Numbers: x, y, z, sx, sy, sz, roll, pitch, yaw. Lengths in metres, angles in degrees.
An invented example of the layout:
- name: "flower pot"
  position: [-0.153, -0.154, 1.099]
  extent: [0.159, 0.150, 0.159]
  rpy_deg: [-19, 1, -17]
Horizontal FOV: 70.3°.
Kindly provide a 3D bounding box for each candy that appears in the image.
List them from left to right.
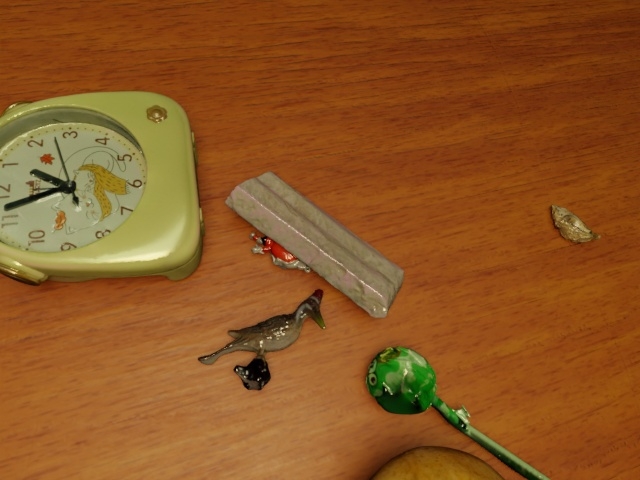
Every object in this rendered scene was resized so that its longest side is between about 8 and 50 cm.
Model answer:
- name: "candy"
  position: [0.207, 0.265, 0.661]
  extent: [0.323, 0.097, 0.097]
  rpy_deg: [36, 66, -4]

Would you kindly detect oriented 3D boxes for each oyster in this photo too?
- name: "oyster"
  position: [0.469, -0.029, 0.853]
  extent: [0.081, 0.038, 0.083]
  rpy_deg: [7, 41, -19]

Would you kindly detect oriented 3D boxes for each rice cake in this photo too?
- name: "rice cake"
  position: [0.000, -0.002, 0.713]
  extent: [0.298, 0.050, 0.106]
  rpy_deg: [37, 34, 5]

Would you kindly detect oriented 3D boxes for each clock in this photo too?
- name: "clock"
  position: [-0.354, -0.070, 0.659]
  extent: [0.348, 0.117, 0.286]
  rpy_deg: [-6, 70, -12]

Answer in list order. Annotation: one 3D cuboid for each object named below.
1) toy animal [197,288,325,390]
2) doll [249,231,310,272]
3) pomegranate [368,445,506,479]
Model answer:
- name: "toy animal"
  position: [-0.068, 0.137, 0.657]
  extent: [0.202, 0.070, 0.105]
  rpy_deg: [-39, 61, -18]
- name: "doll"
  position: [-0.062, 0.018, 0.722]
  extent: [0.114, 0.039, 0.057]
  rpy_deg: [39, 39, 15]
- name: "pomegranate"
  position: [0.129, 0.370, 0.498]
  extent: [0.260, 0.260, 0.260]
  rpy_deg: [4, 67, -9]
